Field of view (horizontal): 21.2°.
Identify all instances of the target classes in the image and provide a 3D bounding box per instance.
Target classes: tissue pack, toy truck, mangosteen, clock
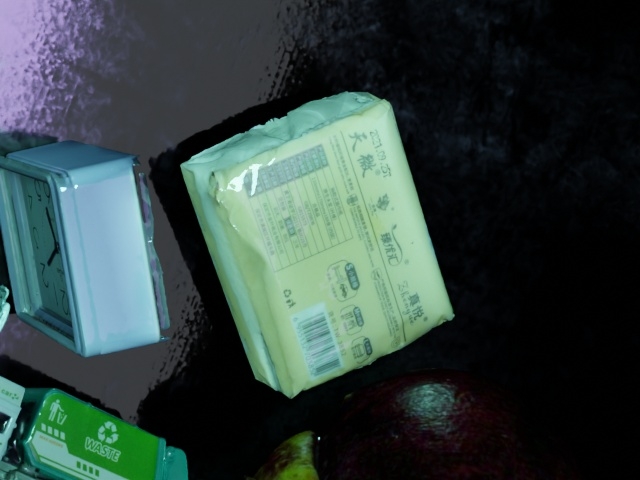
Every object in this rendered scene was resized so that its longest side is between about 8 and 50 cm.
[{"bbox_3d":[0.000,0.000,1.470,0.186,0.090,0.222,-26,107,-20],"label":"tissue pack"},{"bbox_3d":[-0.222,0.186,1.372,0.253,0.114,0.124,32,69,-27],"label":"toy truck"},{"bbox_3d":[0.067,0.263,1.448,0.347,0.307,0.307,-1,99,2],"label":"mangosteen"},{"bbox_3d":[-0.188,0.004,1.314,0.073,0.193,0.145,-13,102,-24],"label":"clock"}]

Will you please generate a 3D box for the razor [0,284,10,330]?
[{"bbox_3d":[-0.343,-0.002,1.300,0.232,0.106,0.068,41,78,-17],"label":"razor"}]
